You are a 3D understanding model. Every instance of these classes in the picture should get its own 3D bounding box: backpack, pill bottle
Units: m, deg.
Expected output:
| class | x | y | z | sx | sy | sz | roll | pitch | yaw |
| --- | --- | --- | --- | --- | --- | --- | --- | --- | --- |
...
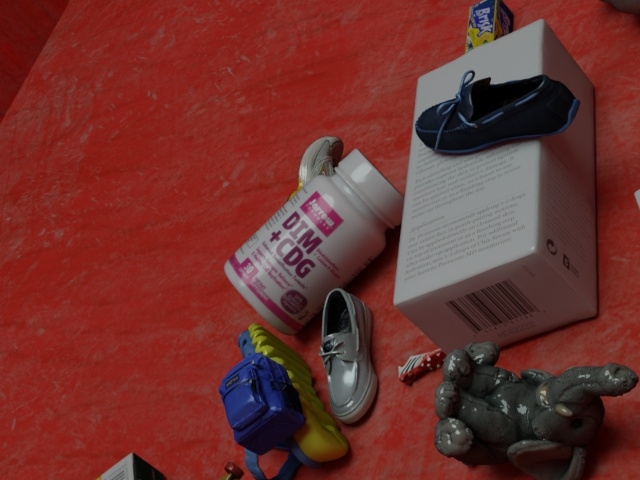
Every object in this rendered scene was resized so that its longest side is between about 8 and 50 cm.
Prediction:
| class | x | y | z | sx | sy | sz | roll | pitch | yaw |
| --- | --- | --- | --- | --- | --- | --- | --- | --- | --- |
| backpack | -0.086 | 0.214 | 1.883 | 0.098 | 0.101 | 0.120 | -33 | 44 | 15 |
| pill bottle | 0.000 | 0.000 | 2.138 | 0.283 | 0.160 | 0.160 | -44 | 33 | 4 |

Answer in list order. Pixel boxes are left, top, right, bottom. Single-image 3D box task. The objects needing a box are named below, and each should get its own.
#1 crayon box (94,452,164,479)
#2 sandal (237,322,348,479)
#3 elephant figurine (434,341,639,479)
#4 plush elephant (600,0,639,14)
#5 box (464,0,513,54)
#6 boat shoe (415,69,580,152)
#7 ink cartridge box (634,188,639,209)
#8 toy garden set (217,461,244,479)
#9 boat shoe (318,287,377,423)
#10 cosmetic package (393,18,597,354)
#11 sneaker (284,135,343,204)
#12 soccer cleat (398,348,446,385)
| class | x | y | z | sx | sy | sz | roll | pitch | yaw |
| --- | --- | --- | --- | --- | --- | --- | --- | --- | --- |
| crayon box | -0.376 | 0.501 | 2.113 | 0.323 | 0.083 | 0.203 | -36 | 35 | 15 |
| sandal | -0.075 | 0.242 | 2.014 | 0.138 | 0.126 | 0.317 | -45 | 32 | 11 |
| elephant figurine | 0.266 | 0.214 | 1.640 | 0.239 | 0.186 | 0.169 | 5 | 93 | 21 |
| plush elephant | 0.485 | -0.447 | 2.008 | 0.330 | 0.255 | 0.272 | -40 | 42 | -3 |
| box | 0.279 | -0.329 | 2.264 | 0.059 | 0.054 | 0.169 | -23 | 41 | 33 |
| boat shoe | 0.228 | -0.188 | 1.849 | 0.258 | 0.089 | 0.109 | -12 | 47 | 41 |
| ink cartridge box | 0.512 | -0.040 | 1.668 | 0.212 | 0.093 | 0.154 | -34 | 36 | 22 |
| toy garden set | -0.163 | 0.422 | 1.877 | 0.049 | 0.244 | 0.204 | 33 | 69 | 14 |
| boat shoe | 0.030 | 0.165 | 2.006 | 0.079 | 0.081 | 0.227 | -29 | 37 | 26 |
| cosmetic package | 0.253 | -0.076 | 1.932 | 0.230 | 0.161 | 0.453 | -22 | 41 | 32 |
| sneaker | 0.010 | -0.084 | 2.306 | 0.093 | 0.088 | 0.225 | -2 | 52 | 22 |
| soccer cleat | 0.142 | 0.171 | 1.923 | 0.083 | 0.029 | 0.035 | -38 | 38 | 22 |
